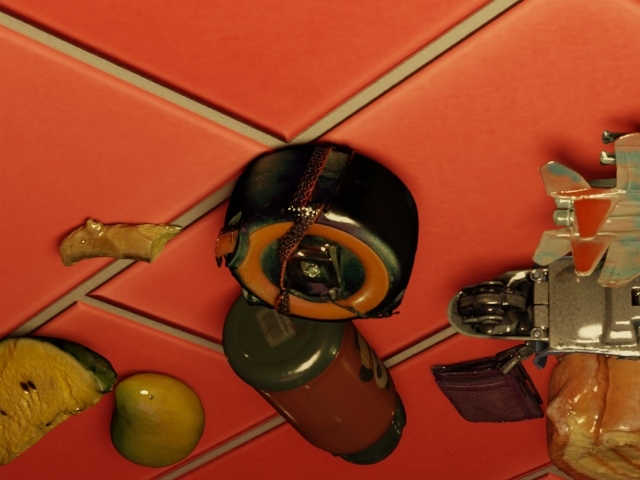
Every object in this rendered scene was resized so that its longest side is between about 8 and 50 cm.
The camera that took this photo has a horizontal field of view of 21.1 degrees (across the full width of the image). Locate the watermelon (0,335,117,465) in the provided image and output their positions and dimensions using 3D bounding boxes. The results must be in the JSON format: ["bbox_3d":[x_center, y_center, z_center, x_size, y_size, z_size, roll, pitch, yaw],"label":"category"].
[{"bbox_3d":[-0.357,0.192,2.106,0.123,0.129,0.301,22,138,-36],"label":"watermelon"}]

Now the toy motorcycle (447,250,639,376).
[{"bbox_3d":[0.323,0.085,1.909,0.358,0.125,0.212,-2,163,13],"label":"toy motorcycle"}]

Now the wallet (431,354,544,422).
[{"bbox_3d":[0.216,0.195,2.205,0.111,0.030,0.166,-12,148,17],"label":"wallet"}]

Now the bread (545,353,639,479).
[{"bbox_3d":[0.380,0.227,2.173,0.244,0.123,0.190,26,142,-34],"label":"bread"}]

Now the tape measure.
[{"bbox_3d":[0.000,0.000,1.779,0.202,0.135,0.223,3,145,12],"label":"tape measure"}]

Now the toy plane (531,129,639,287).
[{"bbox_3d":[0.378,-0.040,1.735,0.326,0.104,0.223,-9,136,-6],"label":"toy plane"}]

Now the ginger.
[{"bbox_3d":[-0.219,0.003,1.877,0.137,0.044,0.057,-1,167,4],"label":"ginger"}]

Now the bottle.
[{"bbox_3d":[0.006,0.168,2.062,0.144,0.144,0.336,-10,150,16],"label":"bottle"}]

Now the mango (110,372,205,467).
[{"bbox_3d":[-0.209,0.234,2.220,0.122,0.085,0.191,8,150,-6],"label":"mango"}]
